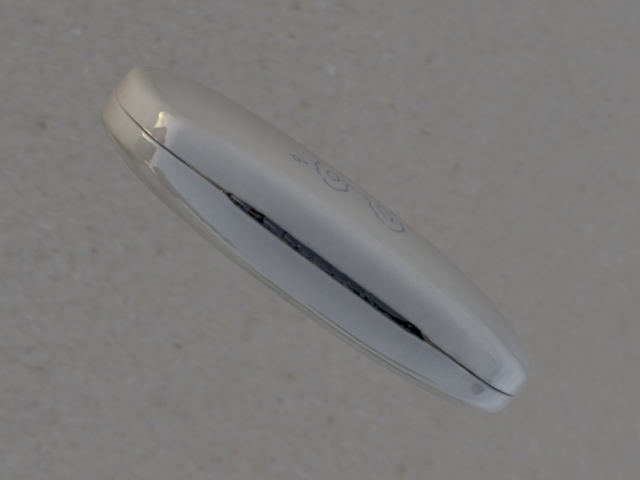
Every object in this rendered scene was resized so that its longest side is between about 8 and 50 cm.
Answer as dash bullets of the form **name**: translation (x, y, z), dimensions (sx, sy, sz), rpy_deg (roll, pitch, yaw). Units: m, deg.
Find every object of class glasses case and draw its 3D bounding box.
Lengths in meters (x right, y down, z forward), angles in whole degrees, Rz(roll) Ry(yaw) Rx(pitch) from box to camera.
- **glasses case**: translation (0.000, 0.000, 0.901), dimensions (0.233, 0.092, 0.059), rpy_deg (36, 102, -13)
